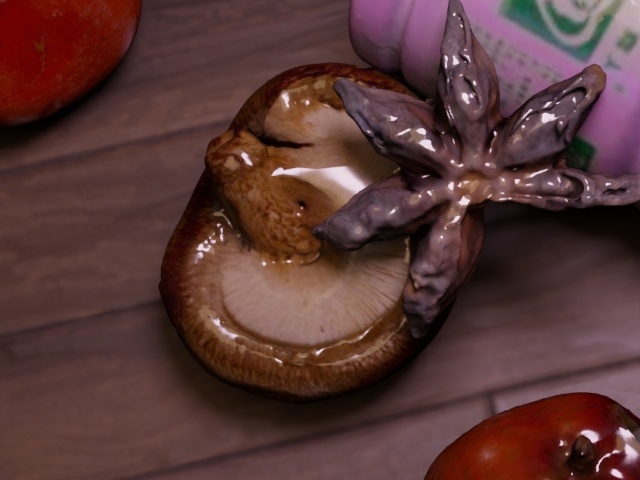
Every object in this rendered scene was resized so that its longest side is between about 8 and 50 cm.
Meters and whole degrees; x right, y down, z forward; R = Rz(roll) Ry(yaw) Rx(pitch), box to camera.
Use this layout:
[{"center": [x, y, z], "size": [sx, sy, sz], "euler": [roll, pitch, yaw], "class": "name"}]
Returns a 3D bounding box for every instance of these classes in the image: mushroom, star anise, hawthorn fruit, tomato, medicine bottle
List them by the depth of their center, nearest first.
[{"center": [0.081, -0.047, 0.997], "size": [0.208, 0.063, 0.172], "euler": [-31, 93, 20], "class": "star anise"}, {"center": [0.143, 0.179, 1.000], "size": [0.185, 0.202, 0.185], "euler": [4, 50, -5], "class": "hawthorn fruit"}, {"center": [0.204, -0.135, 1.075], "size": [0.325, 0.212, 0.212], "euler": [31, 81, 14], "class": "medicine bottle"}, {"center": [0.001, -0.001, 1.117], "size": [0.194, 0.138, 0.231], "euler": [36, 95, -1], "class": "mushroom"}, {"center": [-0.227, -0.174, 1.182], "size": [0.187, 0.151, 0.187], "euler": [-3, 76, 13], "class": "tomato"}]
